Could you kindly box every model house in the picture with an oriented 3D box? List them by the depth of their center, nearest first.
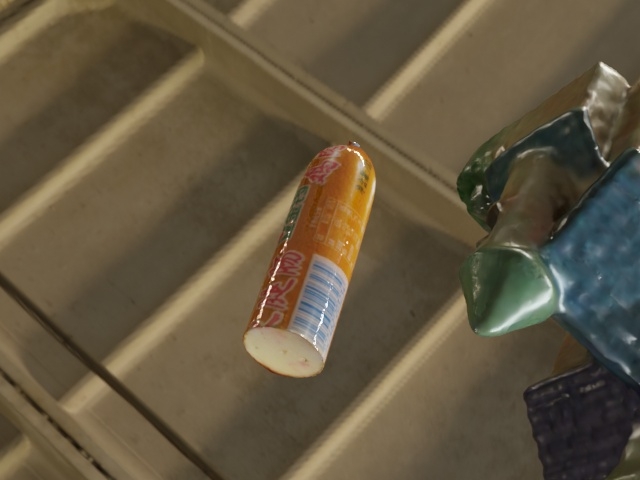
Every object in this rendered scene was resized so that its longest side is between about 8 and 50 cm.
[{"bbox_3d":[0.232,0.068,0.848,0.312,0.245,0.280,41,-129,-14],"label":"model house"}]

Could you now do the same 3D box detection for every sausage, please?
[{"bbox_3d":[0.000,0.000,1.199,0.093,0.093,0.312,8,-128,13],"label":"sausage"}]
